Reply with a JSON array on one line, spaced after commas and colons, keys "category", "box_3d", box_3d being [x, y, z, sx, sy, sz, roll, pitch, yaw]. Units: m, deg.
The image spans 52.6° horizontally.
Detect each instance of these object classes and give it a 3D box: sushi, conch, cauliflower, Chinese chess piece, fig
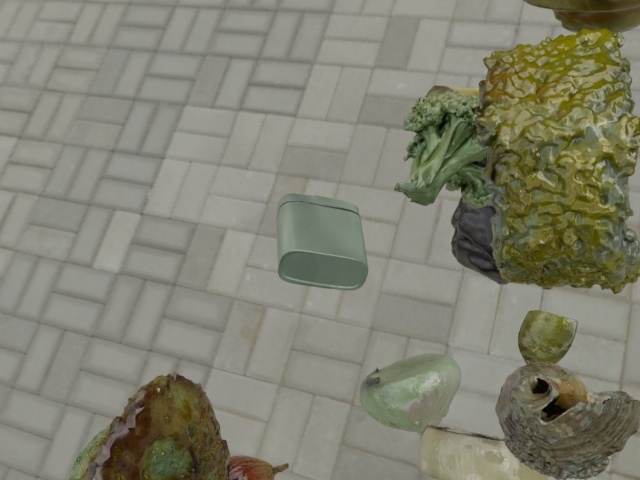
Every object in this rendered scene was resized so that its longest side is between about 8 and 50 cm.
[{"category": "sushi", "box_3d": [0.390, -0.115, 1.064, 0.240, 0.351, 0.397, -4, 43, 20]}, {"category": "conch", "box_3d": [0.316, 0.222, 0.834, 0.178, 0.245, 0.163, -23, 65, 15]}, {"category": "cauliflower", "box_3d": [0.303, -0.183, 1.473, 0.327, 0.260, 0.281, 5, 70, 65]}, {"category": "Chinese chess piece", "box_3d": [0.316, 0.426, 1.266, 0.249, 0.250, 0.103, 6, 78, 20]}, {"category": "fig", "box_3d": [-0.133, 0.455, 1.227, 0.152, 0.119, 0.119, -24, 62, -8]}]

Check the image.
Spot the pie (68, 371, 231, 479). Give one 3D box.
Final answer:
[{"category": "pie", "box_3d": [-0.234, 0.370, 0.956, 0.102, 0.288, 0.355, 1, 107, 27]}]

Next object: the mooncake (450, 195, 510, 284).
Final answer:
[{"category": "mooncake", "box_3d": [0.531, -0.092, 1.872, 0.212, 0.351, 0.381, 27, 38, 28]}]

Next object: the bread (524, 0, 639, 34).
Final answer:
[{"category": "bread", "box_3d": [0.471, -0.506, 1.072, 0.300, 0.341, 0.210, 19, 36, 21]}]

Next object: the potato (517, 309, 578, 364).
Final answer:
[{"category": "potato", "box_3d": [0.565, 0.254, 1.628, 0.081, 0.120, 0.149, 16, 81, -18]}]

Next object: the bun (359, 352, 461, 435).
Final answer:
[{"category": "bun", "box_3d": [0.256, 0.430, 1.772, 0.293, 0.293, 0.187, -17, 91, 10]}]

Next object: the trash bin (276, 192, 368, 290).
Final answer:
[{"category": "trash bin", "box_3d": [0.000, 0.000, 0.855, 0.116, 0.059, 0.130, 8, 36, -10]}]

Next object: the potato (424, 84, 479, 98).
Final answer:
[{"category": "potato", "box_3d": [0.420, -0.333, 1.881, 0.242, 0.286, 0.243, -3, 36, 2]}]
